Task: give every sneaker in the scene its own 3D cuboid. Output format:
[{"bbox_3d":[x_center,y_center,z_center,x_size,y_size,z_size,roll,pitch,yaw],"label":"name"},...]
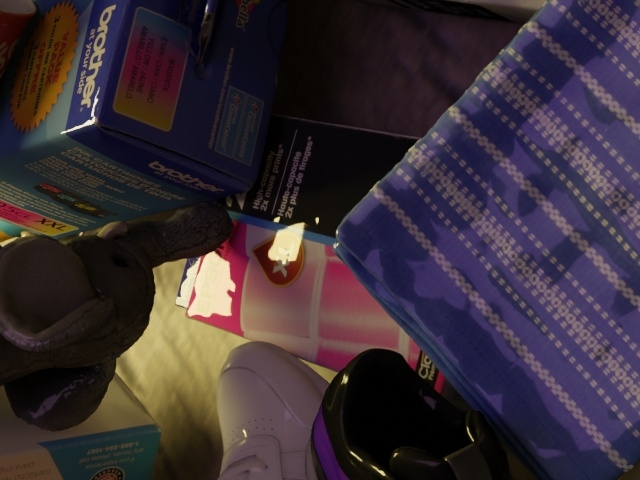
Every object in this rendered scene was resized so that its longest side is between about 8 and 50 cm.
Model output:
[{"bbox_3d":[-0.032,0.209,0.918,0.114,0.152,0.305,-40,57,44],"label":"sneaker"},{"bbox_3d":[0.083,0.182,0.800,0.293,0.102,0.146,51,149,31],"label":"sneaker"}]

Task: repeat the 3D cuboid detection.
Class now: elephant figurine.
[{"bbox_3d":[-0.200,0.051,0.988,0.239,0.169,0.186,7,92,4],"label":"elephant figurine"}]

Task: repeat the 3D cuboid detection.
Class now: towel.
[{"bbox_3d":[0.182,-0.032,0.798,0.336,0.040,0.243,-48,71,21],"label":"towel"}]

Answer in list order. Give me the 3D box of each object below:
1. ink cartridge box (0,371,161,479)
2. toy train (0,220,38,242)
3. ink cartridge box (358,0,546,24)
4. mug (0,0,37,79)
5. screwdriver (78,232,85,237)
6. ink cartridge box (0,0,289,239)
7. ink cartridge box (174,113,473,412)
[{"bbox_3d":[-0.282,0.225,1.108,0.197,0.198,0.270,40,124,43],"label":"ink cartridge box"},{"bbox_3d":[-0.347,-0.017,1.367,0.248,0.105,0.143,-15,82,42],"label":"toy train"},{"bbox_3d":[0.142,-0.236,0.943,0.332,0.065,0.165,20,93,48],"label":"ink cartridge box"},{"bbox_3d":[-0.302,-0.132,1.096,0.113,0.150,0.169,32,108,19],"label":"mug"},{"bbox_3d":[-0.205,-0.050,1.280,0.024,0.025,0.170,27,102,46],"label":"screwdriver"},{"bbox_3d":[-0.156,-0.168,1.113,0.395,0.151,0.270,-9,65,51],"label":"ink cartridge box"},{"bbox_3d":[0.000,0.000,1.027,0.371,0.069,0.176,14,90,49],"label":"ink cartridge box"}]
